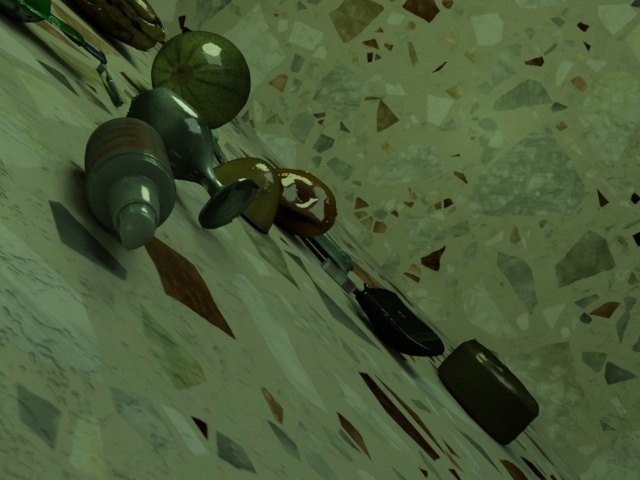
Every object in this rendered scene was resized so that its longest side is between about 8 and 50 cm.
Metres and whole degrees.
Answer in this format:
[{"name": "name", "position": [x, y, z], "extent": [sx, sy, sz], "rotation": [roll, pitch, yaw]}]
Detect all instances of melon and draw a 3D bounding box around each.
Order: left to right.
[{"name": "melon", "position": [-0.303, -0.406, 1.931], "extent": [0.248, 0.248, 0.329], "rotation": [45, 9, -2]}]

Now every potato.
[{"name": "potato", "position": [-0.146, -0.120, 1.691], "extent": [0.182, 0.117, 0.202], "rotation": [46, 4, -28]}]

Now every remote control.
[{"name": "remote control", "position": [0.000, 0.000, 2.091], "extent": [0.247, 0.052, 0.104], "rotation": [46, -9, 23]}]

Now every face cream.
[{"name": "face cream", "position": [-0.215, -0.061, 0.867], "extent": [0.101, 0.101, 0.251], "rotation": [42, 7, -29]}]

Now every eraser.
[{"name": "eraser", "position": [0.049, 0.092, 1.989], "extent": [0.105, 0.026, 0.065], "rotation": [45, 3, -4]}]

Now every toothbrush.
[{"name": "toothbrush", "position": [-0.428, -0.318, 1.542], "extent": [0.016, 0.019, 0.219], "rotation": [38, 10, -40]}, {"name": "toothbrush", "position": [-0.300, -0.293, 2.134], "extent": [0.042, 0.040, 0.418], "rotation": [44, 6, -33]}]

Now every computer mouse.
[{"name": "computer mouse", "position": [0.175, 0.203, 1.821], "extent": [0.147, 0.088, 0.264], "rotation": [10, 33, -51]}]

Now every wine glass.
[{"name": "wine glass", "position": [-0.219, -0.139, 1.264], "extent": [0.241, 0.126, 0.126], "rotation": [49, 7, 19]}]

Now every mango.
[{"name": "mango", "position": [-0.068, -0.105, 1.972], "extent": [0.236, 0.166, 0.136], "rotation": [25, -37, -3]}]

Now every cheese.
[{"name": "cheese", "position": [-0.512, -0.421, 1.343], "extent": [0.320, 0.083, 0.204], "rotation": [39, 6, -29]}]

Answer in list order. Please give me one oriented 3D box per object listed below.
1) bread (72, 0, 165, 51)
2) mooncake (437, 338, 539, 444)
[{"name": "bread", "position": [-0.596, -0.682, 2.137], "extent": [0.324, 0.167, 0.277], "rotation": [52, 1, -34]}, {"name": "mooncake", "position": [0.466, 0.409, 2.102], "extent": [0.284, 0.155, 0.284], "rotation": [43, 7, -6]}]
